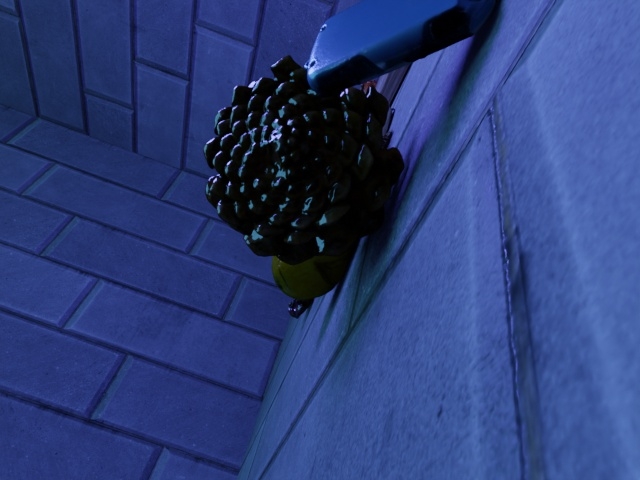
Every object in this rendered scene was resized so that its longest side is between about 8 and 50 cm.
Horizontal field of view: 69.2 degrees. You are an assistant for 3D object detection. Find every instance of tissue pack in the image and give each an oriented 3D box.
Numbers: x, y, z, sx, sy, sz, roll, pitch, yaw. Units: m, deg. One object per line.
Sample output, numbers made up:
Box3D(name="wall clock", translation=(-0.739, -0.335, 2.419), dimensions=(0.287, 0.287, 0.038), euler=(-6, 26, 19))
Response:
Box3D(name="tissue pack", translation=(0.237, -0.552, 1.436), dimensions=(0.325, 0.071, 0.170), euler=(115, 172, -64))

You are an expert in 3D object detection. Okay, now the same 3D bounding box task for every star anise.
Box3D(name="star anise", translation=(-0.073, 0.211, 1.843), dimensions=(0.214, 0.099, 0.220), euler=(-60, -4, -36))

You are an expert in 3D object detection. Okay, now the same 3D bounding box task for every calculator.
Box3D(name="calculator", translation=(0.097, -0.295, 0.644), dimensions=(0.293, 0.051, 0.172), euler=(-12, 50, 32))

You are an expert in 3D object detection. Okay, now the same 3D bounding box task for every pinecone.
Box3D(name="pinecone", translation=(-0.012, -0.126, 0.877), dimensions=(0.384, 0.385, 0.383), euler=(-160, 90, -88))

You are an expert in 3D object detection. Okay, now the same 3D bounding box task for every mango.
Box3D(name="mango", translation=(-0.008, 0.026, 1.101), dimensions=(0.261, 0.167, 0.130), euler=(-58, -8, 18))

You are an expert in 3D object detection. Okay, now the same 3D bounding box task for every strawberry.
Box3D(name="strawberry", translation=(0.231, -0.575, 1.910), dimensions=(0.208, 0.087, 0.167), euler=(-133, 38, -59))

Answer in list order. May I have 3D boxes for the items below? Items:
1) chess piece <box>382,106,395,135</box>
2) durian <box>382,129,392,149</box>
Box3D(name="chess piece", translation=(0.070, -0.360, 1.358), dimensions=(0.143, 0.261, 0.142), euler=(19, -90, -90))
Box3D(name="durian", translation=(0.157, -0.238, 1.211), dimensions=(0.066, 0.052, 0.130), euler=(-29, -12, -22))
